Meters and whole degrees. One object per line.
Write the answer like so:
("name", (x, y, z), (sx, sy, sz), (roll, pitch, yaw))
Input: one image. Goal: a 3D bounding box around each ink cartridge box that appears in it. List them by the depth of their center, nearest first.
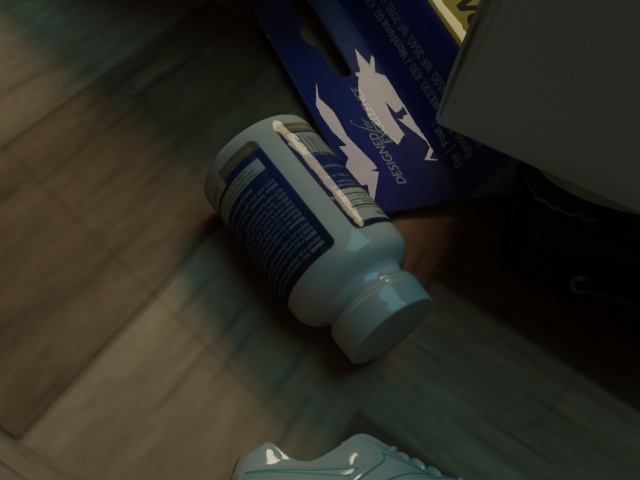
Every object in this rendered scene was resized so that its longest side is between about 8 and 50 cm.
("ink cartridge box", (0.198, -0.126, 0.524), (0.211, 0.122, 0.289), (24, 35, 5))
("ink cartridge box", (0.104, -0.165, 0.687), (0.307, 0.072, 0.304), (-7, 57, -36))

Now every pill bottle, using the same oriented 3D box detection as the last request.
("pill bottle", (0.000, 0.000, 0.482), (0.067, 0.067, 0.120), (-19, 61, -38))

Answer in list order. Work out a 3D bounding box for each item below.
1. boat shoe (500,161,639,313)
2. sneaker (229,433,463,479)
("boat shoe", (0.264, 0.024, 0.564), (0.340, 0.113, 0.127), (14, 35, -10))
("sneaker", (0.034, 0.110, 0.408), (0.152, 0.054, 0.061), (7, 45, -21))
